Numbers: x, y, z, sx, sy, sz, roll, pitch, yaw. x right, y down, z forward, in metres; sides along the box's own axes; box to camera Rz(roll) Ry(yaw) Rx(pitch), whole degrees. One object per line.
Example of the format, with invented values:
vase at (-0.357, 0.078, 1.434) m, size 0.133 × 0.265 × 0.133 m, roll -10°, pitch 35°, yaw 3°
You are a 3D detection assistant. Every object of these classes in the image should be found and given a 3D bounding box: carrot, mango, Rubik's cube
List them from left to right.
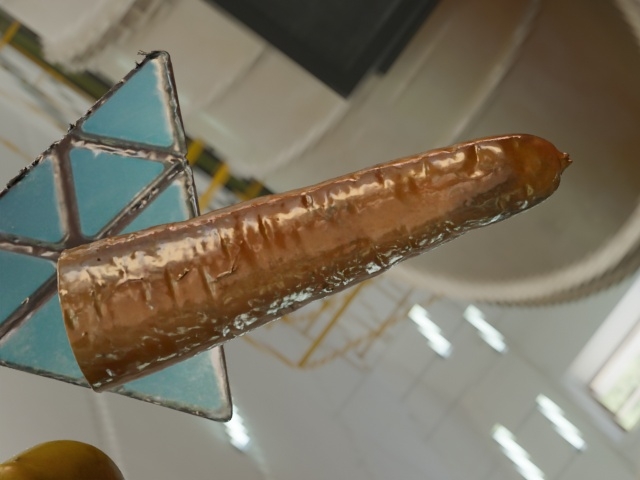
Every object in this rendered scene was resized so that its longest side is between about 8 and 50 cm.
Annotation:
mango at (-0.192, 0.189, 1.242) m, size 0.076 × 0.103 × 0.161 m, roll 7°, pitch 174°, yaw 25°
Rubik's cube at (-0.161, 0.036, 1.364) m, size 0.233 × 0.229 × 0.228 m, roll 47°, pitch -139°, yaw -7°
carrot at (0.000, 0.000, 0.711) m, size 0.061 × 0.209 × 0.061 m, roll -19°, pitch -90°, yaw -85°
